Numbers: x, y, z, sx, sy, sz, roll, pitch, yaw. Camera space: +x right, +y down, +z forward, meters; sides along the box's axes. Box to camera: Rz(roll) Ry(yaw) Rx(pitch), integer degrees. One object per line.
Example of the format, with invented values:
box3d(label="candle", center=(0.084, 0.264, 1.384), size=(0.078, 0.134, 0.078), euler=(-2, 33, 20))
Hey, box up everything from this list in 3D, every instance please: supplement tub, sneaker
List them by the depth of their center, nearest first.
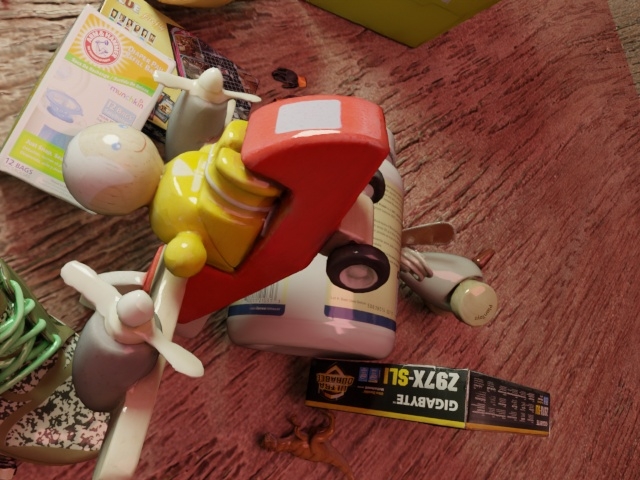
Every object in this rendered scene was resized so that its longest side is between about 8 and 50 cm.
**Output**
box3d(label="sneaker", center=(-0.335, 0.080, 0.510), size=(0.410, 0.182, 0.158), euler=(53, 53, -20))
box3d(label="supplement tub", center=(0.000, 0.000, 0.772), size=(0.236, 0.236, 0.324), euler=(18, 70, -36))

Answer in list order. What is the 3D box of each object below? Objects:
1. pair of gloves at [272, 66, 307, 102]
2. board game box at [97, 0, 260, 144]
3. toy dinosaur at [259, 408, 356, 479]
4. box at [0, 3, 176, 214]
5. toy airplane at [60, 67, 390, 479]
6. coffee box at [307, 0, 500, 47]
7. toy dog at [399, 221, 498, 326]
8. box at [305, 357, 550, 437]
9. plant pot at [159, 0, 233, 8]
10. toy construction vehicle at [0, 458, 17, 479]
box3d(label="pair of gloves", center=(-0.051, -0.259, 0.926), size=(0.074, 0.010, 0.083), euler=(1, 81, -40))
box3d(label="board game box", center=(-0.215, -0.225, 0.761), size=(0.243, 0.042, 0.164), euler=(28, 65, -33))
box3d(label="toy dinosaur", center=(-0.002, 0.324, 0.835), size=(0.212, 0.064, 0.112), euler=(31, 76, -21))
box3d(label="box", center=(-0.275, -0.148, 0.619), size=(0.114, 0.103, 0.203), euler=(31, 82, -32))
box3d(label="toy airplane", center=(-0.147, -0.009, 0.553), size=(0.272, 0.386, 0.384), euler=(39, 83, -34))
box3d(label="coffee box", center=(0.181, -0.613, 0.971), size=(0.338, 0.338, 0.333), euler=(4, 79, -39))
box3d(label="toy dog", center=(0.208, 0.021, 0.982), size=(0.334, 0.220, 0.160), euler=(41, 80, -38))
box3d(label="box", center=(0.174, 0.246, 0.823), size=(0.322, 0.257, 0.079), euler=(26, 67, -47))
box3d(label="plant pot", center=(-0.124, -0.467, 0.747), size=(0.204, 0.291, 0.290), euler=(-17, 93, -56))
box3d(label="toy construction vehicle", center=(-0.363, 0.269, 0.554), size=(0.098, 0.035, 0.085), euler=(18, 81, -34))
